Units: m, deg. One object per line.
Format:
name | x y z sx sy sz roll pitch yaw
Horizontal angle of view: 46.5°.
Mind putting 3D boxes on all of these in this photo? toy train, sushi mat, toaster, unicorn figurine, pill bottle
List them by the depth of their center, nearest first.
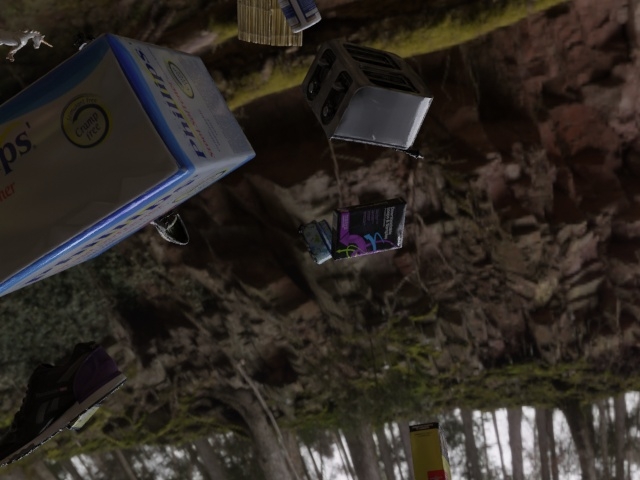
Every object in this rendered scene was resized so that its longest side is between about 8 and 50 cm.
toaster | 0.081 -0.235 1.229 0.185 0.110 0.168 6 -142 -27
toy train | -0.359 -0.329 1.280 0.027 0.036 0.158 -41 167 25
pill bottle | -0.052 -0.491 1.516 0.067 0.120 0.067 -24 -161 9
sushi mat | -0.108 -0.568 1.613 0.151 0.317 0.019 8 -135 3
unicorn figurine | -0.762 -0.492 1.846 0.161 0.060 0.111 18 -125 -11

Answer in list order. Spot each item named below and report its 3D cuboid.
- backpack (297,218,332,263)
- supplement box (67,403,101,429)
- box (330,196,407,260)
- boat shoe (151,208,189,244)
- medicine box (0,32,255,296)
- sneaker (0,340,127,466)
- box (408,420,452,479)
backpack | 0.000 0.000 1.902 0.084 0.105 0.114 -28 -166 3
supplement box | -0.616 0.430 1.896 0.056 0.083 0.083 40 -100 9
box | 0.102 -0.025 1.572 0.162 0.116 0.029 -12 -145 -21
boat shoe | -0.403 -0.061 1.934 0.073 0.223 0.080 23 -112 27
medicine box | -0.242 -0.081 0.812 0.263 0.149 0.289 -30 -175 12
sneaker | -0.508 0.296 1.383 0.283 0.124 0.107 -36 180 -8
box | 0.205 0.450 1.330 0.058 0.087 0.232 -12 -126 14
